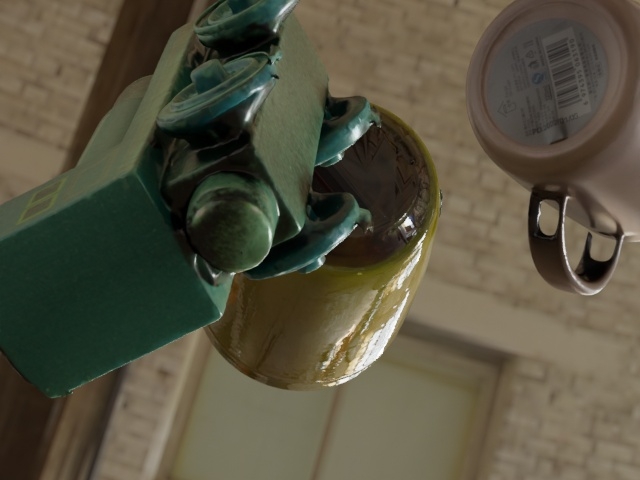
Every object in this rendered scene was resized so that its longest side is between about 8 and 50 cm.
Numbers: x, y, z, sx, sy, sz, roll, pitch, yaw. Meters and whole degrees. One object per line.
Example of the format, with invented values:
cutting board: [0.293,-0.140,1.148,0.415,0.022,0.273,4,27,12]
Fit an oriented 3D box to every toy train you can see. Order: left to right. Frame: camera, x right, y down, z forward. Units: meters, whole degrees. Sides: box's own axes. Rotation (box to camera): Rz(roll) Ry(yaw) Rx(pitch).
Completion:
toy train: [-0.076,-0.042,1.104,0.194,0.298,0.120,-26,-72,14]

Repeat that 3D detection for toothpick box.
toothpick box: [0.000,0.000,1.520,0.175,0.175,0.271,18,-21,-2]

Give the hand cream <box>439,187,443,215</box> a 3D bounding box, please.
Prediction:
hand cream: [0.016,-0.053,1.712,0.205,0.050,0.078,22,-26,42]

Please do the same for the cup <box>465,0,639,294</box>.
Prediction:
cup: [0.229,-0.083,1.703,0.191,0.253,0.200,12,-5,34]
